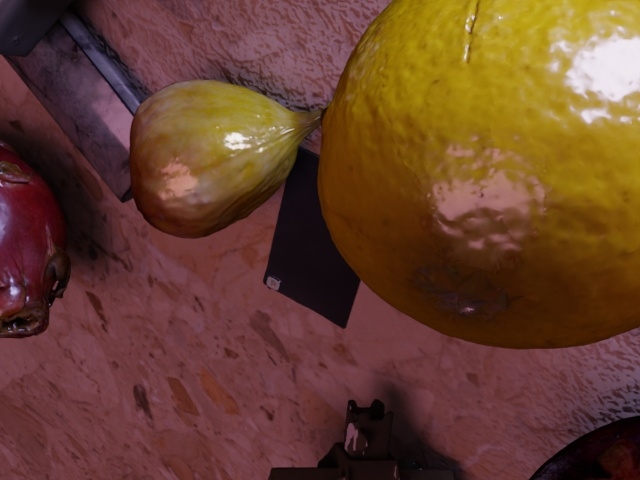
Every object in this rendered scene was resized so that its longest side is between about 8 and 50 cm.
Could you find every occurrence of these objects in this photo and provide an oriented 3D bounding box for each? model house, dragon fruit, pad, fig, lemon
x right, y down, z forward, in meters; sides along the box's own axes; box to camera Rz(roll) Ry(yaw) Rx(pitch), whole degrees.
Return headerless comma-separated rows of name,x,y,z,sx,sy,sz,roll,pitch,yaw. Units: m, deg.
model house,0.036,0.293,0.937,0.211,0.204,0.243,4,98,-14
dragon fruit,-0.436,-0.015,1.034,0.315,0.250,0.250,-119,32,-49
pad,0.000,0.000,0.905,0.116,0.004,0.193,28,127,17
fig,-0.071,-0.101,0.826,0.257,0.159,0.159,-22,102,20
lemon,0.146,-0.060,0.598,0.297,0.297,0.297,16,123,26

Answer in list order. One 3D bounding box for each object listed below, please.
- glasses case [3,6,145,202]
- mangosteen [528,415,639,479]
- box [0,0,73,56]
glasses case,-0.286,-0.188,0.953,0.299,0.060,0.114,51,126,0
mangosteen,0.309,0.311,0.687,0.307,0.307,0.347,-12,124,37
box,-0.335,-0.320,0.840,0.274,0.138,0.178,46,111,7
